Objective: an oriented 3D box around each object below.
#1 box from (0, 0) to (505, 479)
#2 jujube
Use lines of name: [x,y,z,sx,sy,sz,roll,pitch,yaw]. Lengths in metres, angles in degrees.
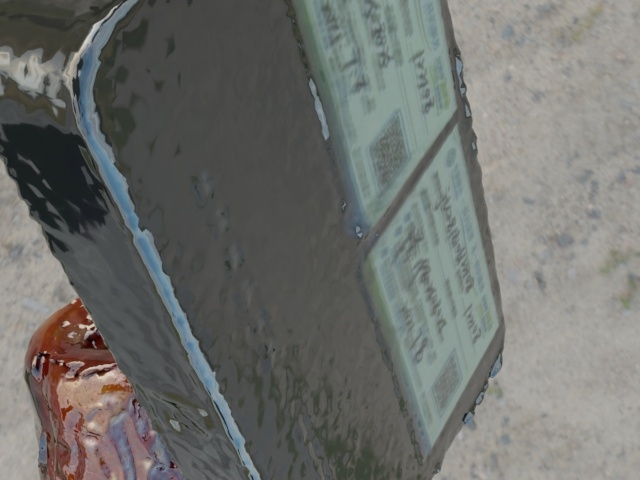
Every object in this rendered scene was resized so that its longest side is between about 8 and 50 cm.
box: [0.000,0.000,0.469,0.058,0.211,0.350,13,140,31]
jujube: [-0.133,0.170,0.868,0.197,0.197,0.290,-13,130,1]
